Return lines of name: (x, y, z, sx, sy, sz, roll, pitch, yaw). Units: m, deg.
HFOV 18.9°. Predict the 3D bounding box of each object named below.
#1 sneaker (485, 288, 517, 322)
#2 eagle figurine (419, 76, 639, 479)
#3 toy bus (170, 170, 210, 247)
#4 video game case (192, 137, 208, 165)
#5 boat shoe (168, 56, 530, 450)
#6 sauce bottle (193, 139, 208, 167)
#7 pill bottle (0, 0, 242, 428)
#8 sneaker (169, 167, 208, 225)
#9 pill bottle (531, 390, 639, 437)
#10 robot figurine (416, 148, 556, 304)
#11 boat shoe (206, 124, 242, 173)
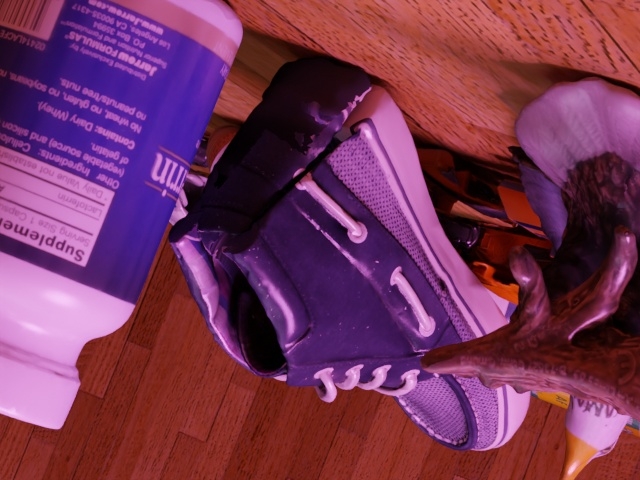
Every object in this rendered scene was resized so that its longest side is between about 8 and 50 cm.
sneaker: (0.180, 0.072, 1.797, 0.148, 0.131, 0.350, 16, 180, -5)
eagle figurine: (0.180, 0.032, 1.036, 0.226, 0.225, 0.298, 57, -147, 8)
toy bus: (-0.059, -0.006, 1.998, 0.202, 0.104, 0.191, 18, -178, 42)
video game case: (-0.190, -0.116, 1.968, 0.173, 0.022, 0.190, 23, 177, -22)
boat shoe: (0.017, 0.056, 1.232, 0.127, 0.158, 0.340, 11, 142, 42)
sauce bottle: (-0.156, -0.100, 1.832, 0.128, 0.042, 0.042, 24, 175, -35)
pill bottle: (-0.159, -0.035, 1.109, 0.153, 0.264, 0.153, 22, 177, 1)
sneaker: (-0.147, -0.056, 1.871, 0.191, 0.071, 0.083, 32, 159, 12)
pill bottle: (0.320, 0.139, 1.995, 0.208, 0.117, 0.117, 20, 176, 21)
robot figurine: (0.151, 0.007, 1.336, 0.291, 0.085, 0.211, 18, 174, 37)
boat shoe: (0.000, 0.000, 1.740, 0.103, 0.113, 0.302, 48, 175, 48)
